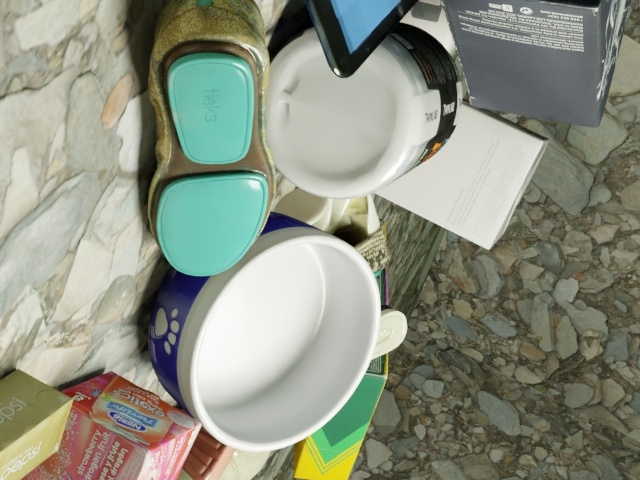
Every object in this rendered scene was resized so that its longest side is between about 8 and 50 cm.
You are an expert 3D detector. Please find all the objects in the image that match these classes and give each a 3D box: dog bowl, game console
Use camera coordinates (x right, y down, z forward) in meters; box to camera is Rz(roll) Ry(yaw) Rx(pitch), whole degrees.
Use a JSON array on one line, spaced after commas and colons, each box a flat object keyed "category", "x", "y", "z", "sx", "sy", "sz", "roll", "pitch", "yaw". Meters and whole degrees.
[{"category": "dog bowl", "x": -0.062, "y": 0.103, "z": 1.118, "sx": 0.265, "sy": 0.104, "sz": 0.265, "roll": -17, "pitch": 118, "yaw": -34}, {"category": "game console", "x": 0.090, "y": -0.341, "z": 0.920, "sx": 0.250, "sy": 0.173, "sz": 0.293, "roll": -37, "pitch": -167, "yaw": 48}]

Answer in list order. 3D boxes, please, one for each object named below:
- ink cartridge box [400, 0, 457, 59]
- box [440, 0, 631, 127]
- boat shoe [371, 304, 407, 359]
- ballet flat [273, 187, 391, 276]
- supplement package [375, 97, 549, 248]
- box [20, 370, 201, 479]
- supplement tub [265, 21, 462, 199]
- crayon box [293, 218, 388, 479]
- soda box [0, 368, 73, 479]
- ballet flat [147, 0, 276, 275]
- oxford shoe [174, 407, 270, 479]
[{"category": "ink cartridge box", "x": 0.186, "y": -0.401, "z": 1.385, "sx": 0.198, "sy": 0.115, "sz": 0.273, "roll": -55, "pitch": 166, "yaw": -39}, {"category": "box", "x": 0.287, "y": -0.361, "z": 1.154, "sx": 0.312, "sy": 0.179, "sz": 0.343, "roll": 46, "pitch": 59, "yaw": -68}, {"category": "boat shoe", "x": 0.006, "y": 0.143, "z": 1.357, "sx": 0.233, "sy": 0.079, "sz": 0.084, "roll": -17, "pitch": 120, "yaw": -25}, {"category": "ballet flat", "x": 0.000, "y": 0.000, "z": 1.397, "sx": 0.483, "sy": 0.164, "sz": 0.182, "roll": -32, "pitch": 132, "yaw": -64}, {"category": "supplement package", "x": 0.169, "y": -0.136, "z": 1.442, "sx": 0.175, "sy": 0.293, "sz": 0.177, "roll": -66, "pitch": 168, "yaw": 13}, {"category": "box", "x": -0.242, "y": 0.278, "z": 0.980, "sx": 0.257, "sy": 0.123, "sz": 0.128, "roll": -65, "pitch": 167, "yaw": 10}, {"category": "supplement tub", "x": 0.062, "y": -0.167, "z": 1.166, "sx": 0.193, "sy": 0.194, "sz": 0.316, "roll": -68, "pitch": 167, "yaw": 20}, {"category": "crayon box", "x": 0.032, "y": 0.186, "z": 1.696, "sx": 0.363, "sy": 0.106, "sz": 0.313, "roll": -87, "pitch": -170, "yaw": -47}, {"category": "soda box", "x": -0.275, "y": 0.170, "z": 0.758, "sx": 0.181, "sy": 0.061, "sz": 0.058, "roll": -38, "pitch": 152, "yaw": -64}, {"category": "ballet flat", "x": -0.098, "y": -0.096, "z": 0.868, "sx": 0.123, "sy": 0.123, "sz": 0.348, "roll": -57, "pitch": 168, "yaw": -30}, {"category": "oxford shoe", "x": -0.105, "y": 0.241, "z": 1.405, "sx": 0.397, "sy": 0.140, "sz": 0.146, "roll": -45, "pitch": 145, "yaw": -28}]
